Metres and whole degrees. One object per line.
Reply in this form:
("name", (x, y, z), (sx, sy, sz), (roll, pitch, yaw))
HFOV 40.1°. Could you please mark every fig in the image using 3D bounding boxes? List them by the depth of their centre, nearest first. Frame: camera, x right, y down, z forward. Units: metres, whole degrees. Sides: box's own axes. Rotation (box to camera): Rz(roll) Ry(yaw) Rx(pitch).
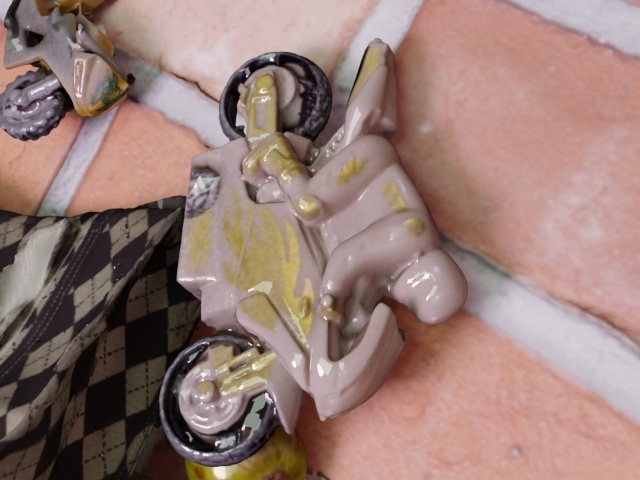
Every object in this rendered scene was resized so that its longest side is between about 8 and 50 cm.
("fig", (-0.090, 0.160, 0.695), (0.166, 0.093, 0.093), (23, 91, 28))

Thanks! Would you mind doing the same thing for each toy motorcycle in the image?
("toy motorcycle", (0.000, 0.000, 0.659), (0.222, 0.108, 0.341), (-1, 68, 16))
("toy motorcycle", (-0.230, -0.198, 0.840), (0.129, 0.094, 0.229), (-2, 67, 22))

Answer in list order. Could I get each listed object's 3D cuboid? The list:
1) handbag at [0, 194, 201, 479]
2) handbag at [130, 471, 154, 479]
("handbag", (-0.309, 0.078, 0.749), (0.416, 0.180, 0.317), (8, 55, 29))
("handbag", (-0.136, 0.323, 0.679), (0.219, 0.079, 0.256), (21, 96, 33))
